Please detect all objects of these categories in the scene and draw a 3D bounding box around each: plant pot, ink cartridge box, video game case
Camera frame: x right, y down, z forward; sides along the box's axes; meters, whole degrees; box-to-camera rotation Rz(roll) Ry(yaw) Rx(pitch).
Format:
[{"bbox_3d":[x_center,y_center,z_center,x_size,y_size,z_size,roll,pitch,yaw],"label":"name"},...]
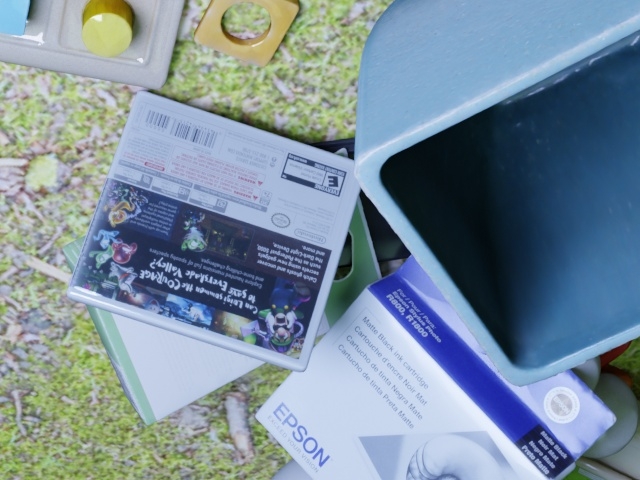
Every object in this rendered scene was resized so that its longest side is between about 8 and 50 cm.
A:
[{"bbox_3d":[0.172,-0.101,1.035,0.248,0.252,0.247,-27,128,16],"label":"plant pot"},{"bbox_3d":[0.089,0.146,1.213,0.223,0.045,0.224,46,111,16],"label":"ink cartridge box"},{"bbox_3d":[-0.073,0.030,1.216,0.235,0.056,0.171,-28,127,-14],"label":"ink cartridge box"},{"bbox_3d":[-0.078,-0.008,1.135,0.190,0.173,0.022,18,164,-4],"label":"video game case"}]

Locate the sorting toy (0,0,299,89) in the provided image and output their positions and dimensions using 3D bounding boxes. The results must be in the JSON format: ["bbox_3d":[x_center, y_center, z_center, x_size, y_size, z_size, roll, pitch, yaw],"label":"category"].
[{"bbox_3d":[-0.182,-0.193,1.057,0.348,0.047,0.196,9,129,-13],"label":"sorting toy"}]

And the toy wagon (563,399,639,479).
[{"bbox_3d":[0.281,0.310,1.432,0.267,0.068,0.344,25,125,16],"label":"toy wagon"}]

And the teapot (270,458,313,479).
[{"bbox_3d":[0.077,0.280,1.395,0.187,0.256,0.252,-32,110,-26],"label":"teapot"}]

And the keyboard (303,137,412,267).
[{"bbox_3d":[0.000,0.000,1.250,0.317,0.033,0.201,-7,125,2],"label":"keyboard"}]

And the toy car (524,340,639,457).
[{"bbox_3d":[0.210,0.092,1.291,0.136,0.159,0.182,-51,126,-11],"label":"toy car"}]
